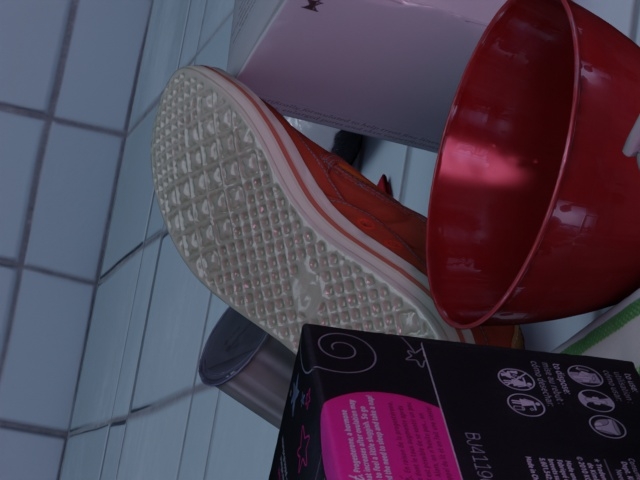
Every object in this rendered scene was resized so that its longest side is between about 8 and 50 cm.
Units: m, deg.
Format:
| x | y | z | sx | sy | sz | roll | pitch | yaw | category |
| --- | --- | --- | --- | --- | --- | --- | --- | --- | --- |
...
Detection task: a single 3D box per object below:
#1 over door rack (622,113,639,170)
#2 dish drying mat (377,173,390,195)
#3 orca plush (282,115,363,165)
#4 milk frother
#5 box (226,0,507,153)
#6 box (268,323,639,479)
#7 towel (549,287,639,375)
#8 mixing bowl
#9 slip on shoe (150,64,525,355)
| x | y | z | sx | sy | sz | roll | pitch | yaw | category |
| --- | --- | --- | --- | --- | --- | --- | --- | --- | --- |
| 0.176 | -0.038 | 0.495 | 0.324 | 0.108 | 0.239 | 91 | 176 | -50 | over door rack |
| 0.039 | -0.012 | 1.364 | 0.032 | 0.008 | 0.083 | -97 | 26 | -49 | dish drying mat |
| -0.021 | -0.103 | 1.488 | 0.102 | 0.151 | 0.287 | -49 | -5 | -33 | orca plush |
| 0.002 | 0.069 | 1.179 | 0.129 | 0.134 | 0.143 | -48 | 25 | 10 | milk frother |
| 0.047 | -0.159 | 1.126 | 0.182 | 0.181 | 0.119 | 132 | 148 | -61 | box |
| 0.069 | 0.163 | 0.673 | 0.247 | 0.163 | 0.142 | -103 | 24 | -59 | box |
| 0.137 | 0.189 | 0.798 | 0.248 | 0.038 | 0.325 | 132 | 146 | -63 | towel |
| 0.132 | -0.032 | 0.872 | 0.181 | 0.098 | 0.181 | -166 | 90 | -75 | mixing bowl |
| 0.000 | 0.000 | 1.069 | 0.331 | 0.101 | 0.123 | 42 | 120 | 34 | slip on shoe |
